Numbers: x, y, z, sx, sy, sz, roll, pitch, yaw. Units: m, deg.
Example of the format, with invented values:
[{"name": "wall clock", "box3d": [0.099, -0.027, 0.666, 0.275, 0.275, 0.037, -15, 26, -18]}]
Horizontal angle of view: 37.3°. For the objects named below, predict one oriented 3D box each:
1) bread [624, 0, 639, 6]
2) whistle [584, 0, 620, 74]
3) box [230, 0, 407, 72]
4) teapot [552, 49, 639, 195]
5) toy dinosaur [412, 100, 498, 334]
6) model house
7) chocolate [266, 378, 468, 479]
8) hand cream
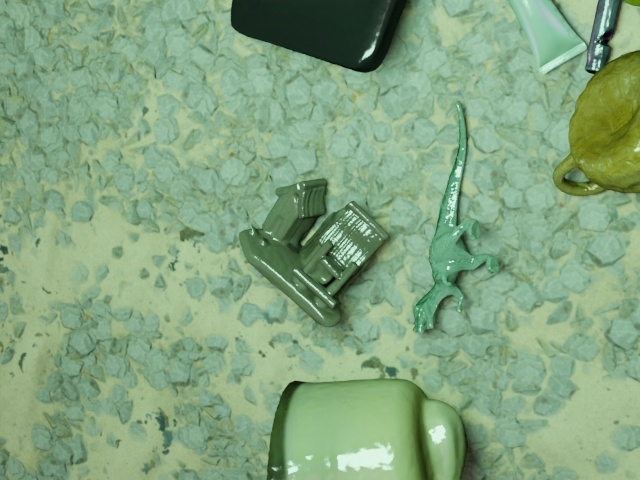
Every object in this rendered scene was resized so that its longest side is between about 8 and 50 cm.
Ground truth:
[{"name": "bread", "box3d": [0.590, -0.373, 1.294, 0.384, 0.112, 0.166, 9, 75, 14]}, {"name": "whistle", "box3d": [0.424, -0.335, 1.406, 0.033, 0.033, 0.176, 12, 106, 17]}, {"name": "box", "box3d": [0.017, -0.426, 1.461, 0.289, 0.073, 0.290, 23, 97, 29]}, {"name": "teapot", "box3d": [0.470, -0.153, 1.368, 0.167, 0.203, 0.311, 17, 138, -26]}, {"name": "toy dinosaur", "box3d": [0.235, -0.018, 1.513, 0.129, 0.076, 0.382, 23, 102, 39]}, {"name": "model house", "box3d": [-0.001, 0.003, 1.580, 0.229, 0.122, 0.188, 43, 109, 10]}, {"name": "chocolate", "box3d": [0.085, 0.387, 1.532, 0.297, 0.314, 0.325, 0, 100, 16]}, {"name": "hand cream", "box3d": [0.318, -0.357, 1.432, 0.078, 0.050, 0.204, -30, 94, 17]}]
